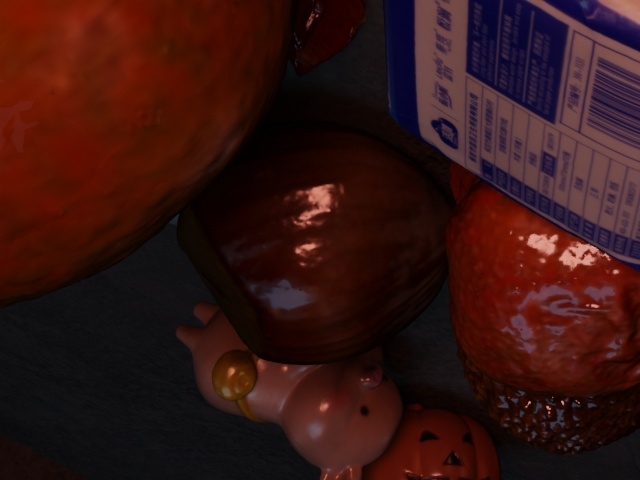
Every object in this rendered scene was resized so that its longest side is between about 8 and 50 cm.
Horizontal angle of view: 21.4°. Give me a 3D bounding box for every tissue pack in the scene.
[{"bbox_3d":[0.140,-0.122,0.918,0.209,0.137,0.269,34,162,19],"label":"tissue pack"}]

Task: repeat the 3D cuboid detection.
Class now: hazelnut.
[{"bbox_3d":[0.000,-0.003,1.348,0.181,0.181,0.212,38,158,38],"label":"hazelnut"}]

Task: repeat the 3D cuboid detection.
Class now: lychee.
[{"bbox_3d":[0.194,0.070,1.302,0.194,0.194,0.194,20,159,8],"label":"lychee"}]

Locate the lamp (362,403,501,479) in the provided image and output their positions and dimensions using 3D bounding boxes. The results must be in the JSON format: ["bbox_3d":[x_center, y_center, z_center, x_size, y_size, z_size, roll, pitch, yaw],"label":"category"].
[{"bbox_3d":[0.110,0.260,1.886,0.188,0.164,0.187,-3,156,-1],"label":"lamp"}]

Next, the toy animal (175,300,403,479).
[{"bbox_3d":[-0.032,0.141,1.741,0.248,0.165,0.149,35,144,3],"label":"toy animal"}]

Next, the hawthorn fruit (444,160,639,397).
[{"bbox_3d":[0.203,-0.001,1.103,0.243,0.207,0.207,-2,151,23],"label":"hawthorn fruit"}]

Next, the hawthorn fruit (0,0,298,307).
[{"bbox_3d":[-0.175,-0.149,0.895,0.403,0.403,0.403,20,159,8],"label":"hawthorn fruit"}]

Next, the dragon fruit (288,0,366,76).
[{"bbox_3d":[-0.024,-0.165,1.104,0.097,0.063,0.131,19,159,10],"label":"dragon fruit"}]

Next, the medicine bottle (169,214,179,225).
[{"bbox_3d":[-0.060,-0.018,1.519,0.221,0.061,0.092,14,177,23],"label":"medicine bottle"}]
